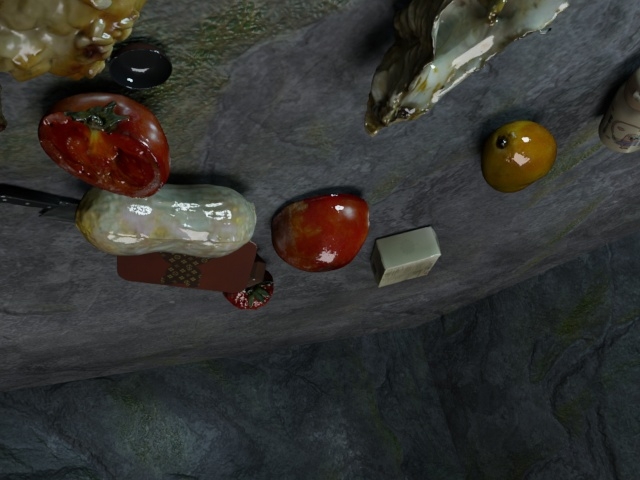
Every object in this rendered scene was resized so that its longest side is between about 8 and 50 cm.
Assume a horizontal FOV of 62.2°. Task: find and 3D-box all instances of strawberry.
[{"bbox_3d":[-0.193,0.129,1.385,0.131,0.131,0.148,-3,151,-32],"label":"strawberry"}]

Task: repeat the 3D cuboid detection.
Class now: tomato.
[{"bbox_3d":[-0.256,-0.130,0.659,0.159,0.091,0.139,14,147,-3],"label":"tomato"},{"bbox_3d":[0.000,0.000,1.143,0.200,0.140,0.233,0,157,-22],"label":"tomato"}]

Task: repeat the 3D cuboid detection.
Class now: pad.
[{"bbox_3d":[-0.270,0.041,1.070,0.267,0.004,0.181,8,136,-14],"label":"pad"}]

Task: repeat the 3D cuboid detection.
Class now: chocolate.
[{"bbox_3d":[-0.238,-0.034,0.875,0.309,0.134,0.134,2,155,-40],"label":"chocolate"}]

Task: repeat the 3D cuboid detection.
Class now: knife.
[{"bbox_3d":[-0.418,-0.047,0.870,0.072,0.019,0.245,-24,161,26],"label":"knife"}]

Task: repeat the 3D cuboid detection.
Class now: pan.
[{"bbox_3d":[-0.220,-0.199,0.581,0.115,0.024,0.068,-1,157,-44],"label":"pan"}]

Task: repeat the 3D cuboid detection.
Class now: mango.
[{"bbox_3d":[0.387,-0.156,1.044,0.138,0.113,0.253,-19,163,12],"label":"mango"}]

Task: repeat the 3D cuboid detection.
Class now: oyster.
[{"bbox_3d":[0.161,-0.254,0.604,0.166,0.110,0.341,-8,158,-37],"label":"oyster"}]

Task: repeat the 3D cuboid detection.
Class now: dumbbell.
[{"bbox_3d":[-0.215,0.052,1.208,0.092,0.082,0.231,-25,159,21],"label":"dumbbell"}]

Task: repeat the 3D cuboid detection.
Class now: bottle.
[{"bbox_3d":[0.590,-0.251,0.970,0.110,0.097,0.209,-48,160,-3],"label":"bottle"}]

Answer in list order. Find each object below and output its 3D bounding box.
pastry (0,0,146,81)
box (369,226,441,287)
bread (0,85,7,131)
[{"bbox_3d":[-0.237,-0.205,0.325,0.310,0.162,0.255,-5,150,-34],"label":"pastry"},{"bbox_3d":[0.243,0.052,1.547,0.168,0.095,0.212,-12,162,-4],"label":"box"},{"bbox_3d":[-0.525,-0.101,0.488,0.416,0.113,0.165,-18,163,3],"label":"bread"}]
